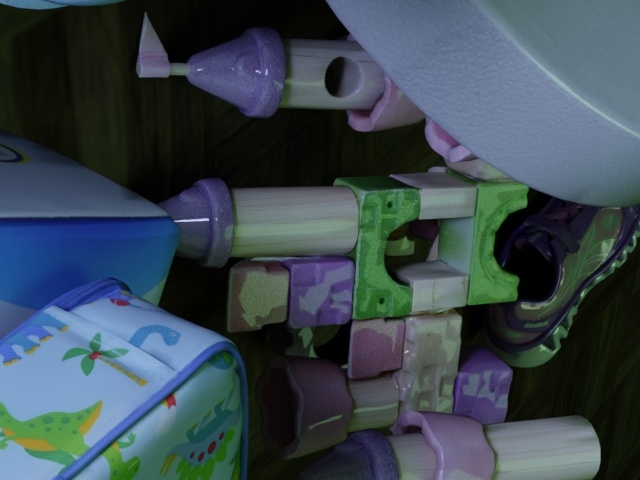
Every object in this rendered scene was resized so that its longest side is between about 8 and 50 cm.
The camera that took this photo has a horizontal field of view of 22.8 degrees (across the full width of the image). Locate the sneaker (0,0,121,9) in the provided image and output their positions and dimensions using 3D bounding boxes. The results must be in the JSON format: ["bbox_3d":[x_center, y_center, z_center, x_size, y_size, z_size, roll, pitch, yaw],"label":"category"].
[{"bbox_3d":[-0.094,-0.138,0.586,0.319,0.127,0.208,-98,-158,-46],"label":"sneaker"}]

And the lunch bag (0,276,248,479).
[{"bbox_3d":[-0.122,0.133,0.620,0.219,0.090,0.176,-40,144,-41],"label":"lunch bag"}]

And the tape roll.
[{"bbox_3d":[0.118,-0.208,0.837,0.072,0.392,0.392,-30,-178,42],"label":"tape roll"}]

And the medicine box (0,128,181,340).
[{"bbox_3d":[-0.226,0.097,0.670,0.263,0.149,0.289,-4,117,-61],"label":"medicine box"}]

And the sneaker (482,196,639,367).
[{"bbox_3d":[0.225,0.003,1.499,0.236,0.095,0.104,-56,145,-16],"label":"sneaker"}]

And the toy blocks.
[{"bbox_3d":[0.000,0.000,0.989,0.260,0.309,0.288,-3,107,-25],"label":"toy blocks"}]
